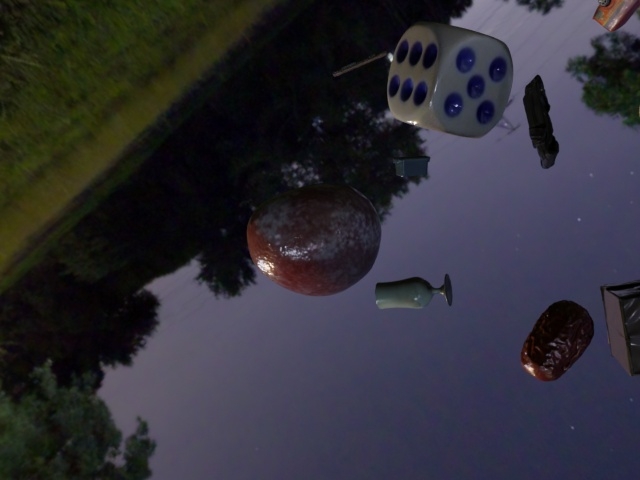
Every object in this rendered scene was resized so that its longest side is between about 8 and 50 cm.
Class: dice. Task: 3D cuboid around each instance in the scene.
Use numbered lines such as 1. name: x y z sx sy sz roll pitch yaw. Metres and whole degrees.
1. dice: 0.408 -0.506 1.707 0.277 0.304 0.304 42 -57 54

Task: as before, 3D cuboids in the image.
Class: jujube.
1. jujube: 0.493 0.211 1.120 0.176 0.112 0.109 -53 179 -4

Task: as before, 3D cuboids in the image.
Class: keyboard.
1. keyboard: 0.113 -0.518 1.568 0.165 0.017 0.055 -21 -170 8

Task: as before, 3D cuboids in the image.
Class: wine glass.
1. wine glass: 0.294 0.166 1.703 0.231 0.103 0.103 -8 -151 25

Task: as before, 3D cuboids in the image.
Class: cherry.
1. cherry: 0.000 0.000 1.023 0.213 0.285 0.236 51 -58 37

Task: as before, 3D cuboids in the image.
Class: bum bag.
1. bum bag: 0.601 -0.319 1.465 0.060 0.248 0.123 -4 167 9

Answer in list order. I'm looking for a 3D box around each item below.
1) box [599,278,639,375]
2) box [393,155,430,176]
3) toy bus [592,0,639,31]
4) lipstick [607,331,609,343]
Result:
1. box: 0.773 0.175 1.170 0.252 0.188 0.153 -10 -179 18
2. box: 0.265 -0.216 1.560 0.099 0.054 0.074 -5 -169 -10
3. toy bus: 0.628 -0.513 1.079 0.065 0.077 0.192 -37 166 -16
4. lipstick: 0.844 0.261 1.562 0.019 0.094 0.019 -14 -158 6
